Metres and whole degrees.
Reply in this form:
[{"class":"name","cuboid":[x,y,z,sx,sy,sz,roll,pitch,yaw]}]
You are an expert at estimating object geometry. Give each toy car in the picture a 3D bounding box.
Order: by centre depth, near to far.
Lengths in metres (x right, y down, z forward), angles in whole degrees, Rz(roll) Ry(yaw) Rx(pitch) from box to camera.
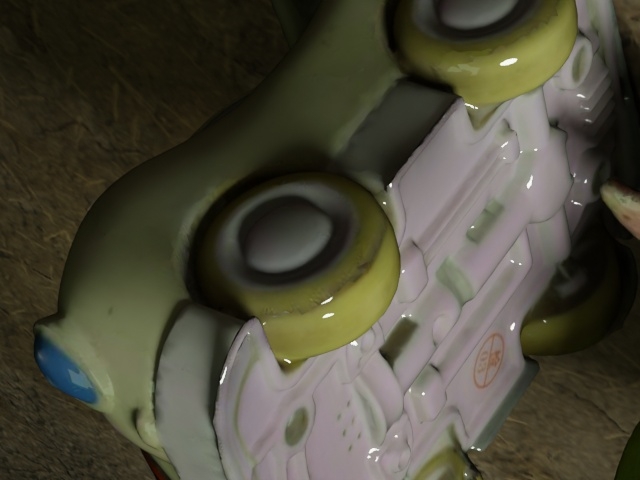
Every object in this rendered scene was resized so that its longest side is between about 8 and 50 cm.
[{"class":"toy car","cuboid":[0.000,0.000,0.945,0.226,0.336,0.242,20,148,34]}]

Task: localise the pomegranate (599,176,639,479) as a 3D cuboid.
[{"class":"pomegranate","cuboid":[0.248,0.109,0.897,0.323,0.291,0.291,40,155,20]}]
